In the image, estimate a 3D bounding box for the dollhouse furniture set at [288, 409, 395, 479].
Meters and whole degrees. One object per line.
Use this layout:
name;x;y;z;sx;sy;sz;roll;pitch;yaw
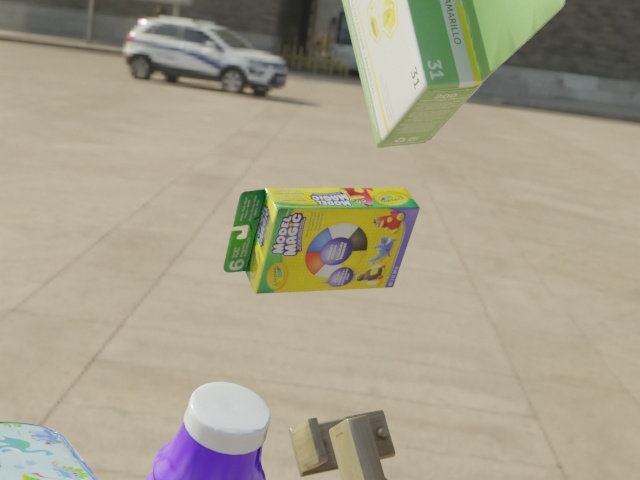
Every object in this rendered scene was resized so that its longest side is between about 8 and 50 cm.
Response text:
dollhouse furniture set;0.064;0.246;1.125;0.123;0.144;0.151;-6;-21;-27

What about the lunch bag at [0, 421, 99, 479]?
lunch bag;-0.349;0.282;1.170;0.176;0.090;0.219;5;12;-34

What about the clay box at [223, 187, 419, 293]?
clay box;0.000;0.000;1.256;0.221;0.128;0.053;-3;37;-26

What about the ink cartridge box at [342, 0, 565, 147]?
ink cartridge box;0.082;-0.188;0.752;0.056;0.171;0.235;-8;-13;-16

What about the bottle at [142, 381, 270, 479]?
bottle;-0.109;0.250;0.870;0.118;0.283;0.092;12;27;-14
